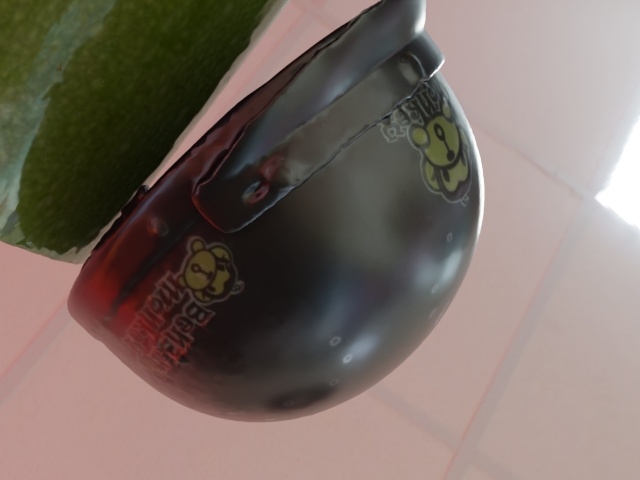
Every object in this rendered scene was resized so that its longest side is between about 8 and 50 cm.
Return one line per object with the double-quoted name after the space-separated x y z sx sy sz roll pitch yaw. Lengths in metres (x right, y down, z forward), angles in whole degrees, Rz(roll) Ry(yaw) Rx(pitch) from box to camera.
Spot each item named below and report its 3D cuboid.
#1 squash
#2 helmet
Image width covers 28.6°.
-0.126 -0.209 0.740 0.263 0.263 0.384 39 -83 5 "squash"
0.000 0.000 0.685 0.160 0.279 0.230 50 -139 0 "helmet"
